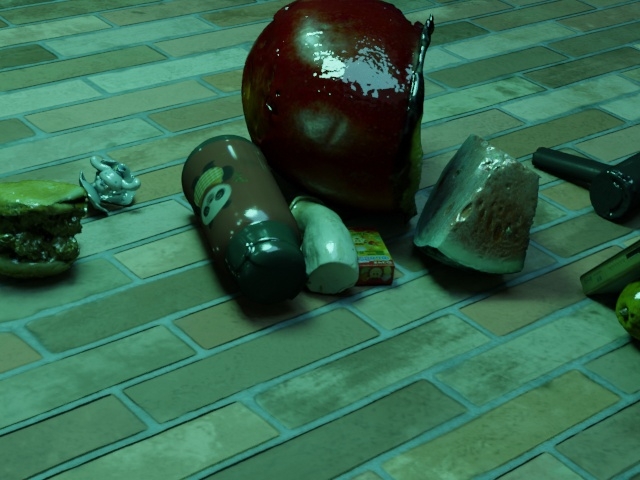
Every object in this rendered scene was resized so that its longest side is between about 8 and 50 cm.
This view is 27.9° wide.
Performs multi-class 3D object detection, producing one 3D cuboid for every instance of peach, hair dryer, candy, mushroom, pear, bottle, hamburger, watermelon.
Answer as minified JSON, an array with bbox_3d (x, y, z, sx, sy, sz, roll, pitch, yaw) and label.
[{"bbox_3d":[0.053,-0.214,2.140,0.353,0.339,0.416,-27,43,-25],"label":"peach"},{"bbox_3d":[0.497,-0.129,2.334,0.251,0.089,0.197,21,32,36],"label":"hair dryer"},{"bbox_3d":[0.070,0.023,2.005,0.062,0.038,0.122,-1,30,-14],"label":"candy"},{"bbox_3d":[0.001,-0.004,1.989,0.081,0.092,0.223,10,28,-20],"label":"mushroom"},{"bbox_3d":[0.493,0.099,1.894,0.131,0.107,0.107,1,29,-24],"label":"pear"},{"bbox_3d":[-0.108,-0.028,1.955,0.144,0.144,0.336,-4,32,-19],"label":"bottle"},{"bbox_3d":[-0.417,-0.020,1.897,0.159,0.131,0.185,16,23,34],"label":"hamburger"},{"bbox_3d":[0.273,-0.062,2.041,0.148,0.226,0.318,32,41,-9],"label":"watermelon"}]

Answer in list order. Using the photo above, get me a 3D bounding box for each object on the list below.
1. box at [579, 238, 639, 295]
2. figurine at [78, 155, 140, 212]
[{"bbox_3d":[0.536,0.021,1.919,0.211,0.270,0.045,-4,73,-16],"label":"box"},{"bbox_3d":[-0.343,-0.096,2.083,0.086,0.094,0.082,-32,-1,-9],"label":"figurine"}]
